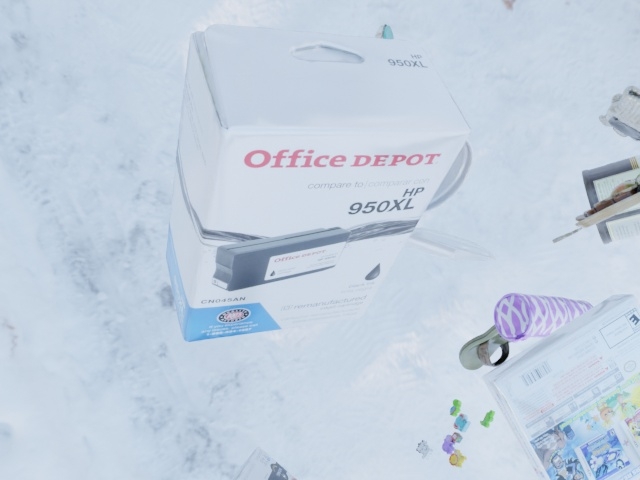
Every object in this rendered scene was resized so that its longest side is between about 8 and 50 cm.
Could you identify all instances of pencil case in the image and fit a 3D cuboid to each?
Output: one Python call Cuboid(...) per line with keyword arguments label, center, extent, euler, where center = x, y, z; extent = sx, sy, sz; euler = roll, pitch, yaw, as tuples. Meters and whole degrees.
Cuboid(label="pencil case", center=(0.401, 0.142, 1.032), extent=(0.206, 0.086, 0.088), euler=(9, 64, -28))

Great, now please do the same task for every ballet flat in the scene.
Cuboid(label="ballet flat", center=(0.157, -0.467, 1.525), extent=(0.077, 0.091, 0.241), euler=(-16, 56, 22))

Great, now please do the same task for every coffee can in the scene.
Cuboid(label="coffee can", center=(0.827, -0.121, 1.465), extent=(0.275, 0.201, 0.202), euler=(-17, 86, 27))

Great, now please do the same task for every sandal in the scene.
Cuboid(label="sandal", center=(0.511, 0.323, 1.732), extent=(0.120, 0.303, 0.086), euler=(2, 56, -20))

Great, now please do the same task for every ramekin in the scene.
Cuboid(label="ramekin", center=(0.205, -0.164, 1.226), extent=(0.207, 0.207, 0.109), euler=(-39, 48, 7))

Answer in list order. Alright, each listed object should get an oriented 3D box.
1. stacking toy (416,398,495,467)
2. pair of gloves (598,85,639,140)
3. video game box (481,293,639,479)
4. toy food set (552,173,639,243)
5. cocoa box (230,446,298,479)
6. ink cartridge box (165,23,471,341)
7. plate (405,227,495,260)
Cuboid(label="stacking toy", center=(0.409, 0.582, 1.770), extent=(0.166, 0.052, 0.221), euler=(24, 102, -30))
Cuboid(label="pair of gloves", center=(0.496, -0.119, 0.800), extent=(0.240, 0.204, 0.042), euler=(38, 106, 10))
Cuboid(label="video game box", center=(0.325, 0.193, 0.694), extent=(0.205, 0.048, 0.187), euler=(-28, 87, -8))
Cuboid(label="toy food set", center=(0.426, -0.058, 0.850), extent=(0.192, 0.132, 0.039), euler=(-32, 77, 34))
Cuboid(label="cocoa box", center=(-0.188, 0.724, 1.380), extent=(0.228, 0.231, 0.347), euler=(38, 95, 5))
Cuboid(label="ink cartridge box", center=(-0.034, -0.050, 0.755), extent=(0.285, 0.395, 0.166), euler=(-5, 53, -22))
Cuboid(label="plate", center=(0.370, 0.010, 1.852), extent=(0.277, 0.277, 0.045), euler=(16, 84, -14))
